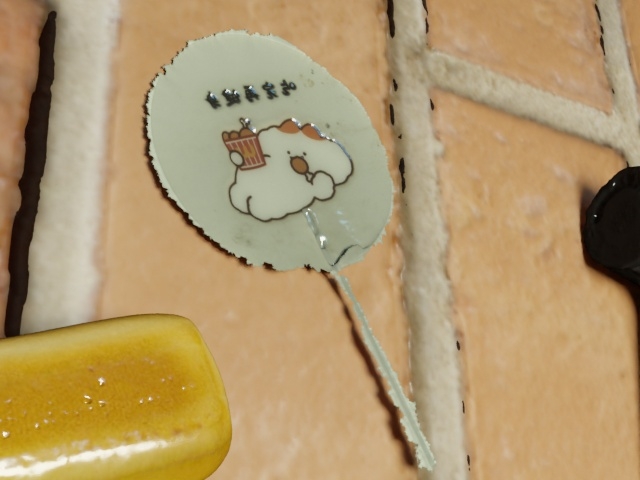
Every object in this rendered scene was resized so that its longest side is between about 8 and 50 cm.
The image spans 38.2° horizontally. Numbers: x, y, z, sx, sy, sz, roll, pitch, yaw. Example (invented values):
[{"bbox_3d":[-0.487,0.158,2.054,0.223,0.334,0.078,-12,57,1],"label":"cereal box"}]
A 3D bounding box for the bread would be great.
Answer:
[{"bbox_3d":[-0.158,0.091,0.417,0.239,0.074,0.092,-5,65,-36],"label":"bread"}]

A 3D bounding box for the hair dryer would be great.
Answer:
[{"bbox_3d":[0.297,0.091,0.742,0.197,0.089,0.251,27,65,-25],"label":"hair dryer"}]

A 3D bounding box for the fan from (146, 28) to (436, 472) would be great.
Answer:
[{"bbox_3d":[0.000,0.000,0.611,0.191,0.009,0.329,-18,76,-40],"label":"fan"}]
